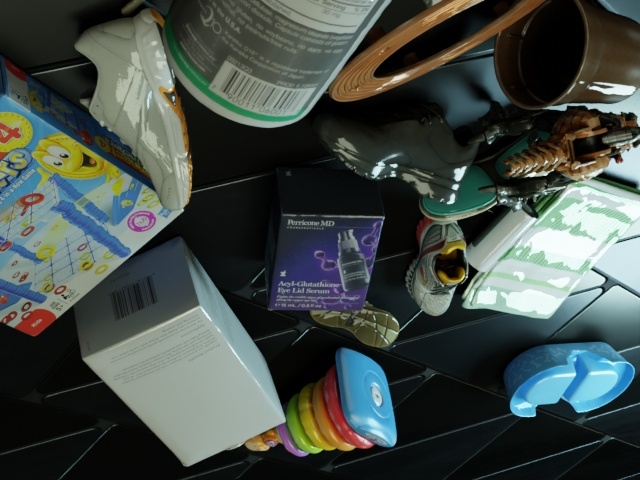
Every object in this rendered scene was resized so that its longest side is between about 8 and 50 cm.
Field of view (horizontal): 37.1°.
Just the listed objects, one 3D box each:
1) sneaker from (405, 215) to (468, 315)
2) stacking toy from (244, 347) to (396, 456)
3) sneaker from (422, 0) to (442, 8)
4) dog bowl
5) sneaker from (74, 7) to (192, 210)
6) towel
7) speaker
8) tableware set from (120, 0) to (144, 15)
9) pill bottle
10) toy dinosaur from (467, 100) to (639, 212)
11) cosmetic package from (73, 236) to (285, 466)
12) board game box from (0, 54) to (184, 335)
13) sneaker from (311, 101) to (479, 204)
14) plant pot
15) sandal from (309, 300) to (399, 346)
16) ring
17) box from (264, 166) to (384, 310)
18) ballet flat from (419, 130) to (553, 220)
[{"bbox_3d":[0.199,0.055,1.607,0.088,0.093,0.225,-15,138,-10],"label":"sneaker"},{"bbox_3d":[-0.021,0.338,1.780,0.302,0.166,0.175,-25,142,23],"label":"stacking toy"},{"bbox_3d":[0.166,-0.413,1.092,0.127,0.126,0.321,-16,149,-1],"label":"sneaker"},{"bbox_3d":[0.515,0.286,2.004,0.297,0.074,0.166,-1,133,-25],"label":"dog bowl"},{"bbox_3d":[-0.229,-0.154,1.183,0.121,0.099,0.262,-10,119,-2],"label":"sneaker"},{"bbox_3d":[0.425,0.017,1.714,0.248,0.038,0.325,10,128,-33],"label":"towel"},{"bbox_3d":[0.305,-0.009,1.619,0.055,0.055,0.136,19,124,-37],"label":"speaker"},{"bbox_3d":[-0.193,-0.343,1.060,0.194,0.039,0.128,-33,153,18],"label":"tableware set"},{"bbox_3d":[-0.013,-0.303,1.005,0.204,0.204,0.361,7,144,-30],"label":"pill bottle"},{"bbox_3d":[0.337,-0.139,1.346,0.218,0.164,0.322,-7,168,40],"label":"toy dinosaur"},{"bbox_3d":[-0.216,0.188,1.509,0.197,0.155,0.365,-24,139,1],"label":"cosmetic package"},{"bbox_3d":[-0.394,-0.041,1.243,0.308,0.086,0.302,-39,137,16],"label":"board game box"},{"bbox_3d":[0.112,-0.149,1.369,0.286,0.109,0.130,13,116,-39],"label":"sneaker"},{"bbox_3d":[0.356,-0.259,1.320,0.165,0.167,0.167,0,134,-36],"label":"plant pot"},{"bbox_3d":[0.061,0.130,1.662,0.180,0.049,0.072,22,117,-22],"label":"sandal"},{"bbox_3d":[0.157,-0.265,1.178,0.336,0.032,0.336,-28,177,-2],"label":"ring"},{"bbox_3d":[0.000,0.000,1.431,0.153,0.108,0.207,0,134,-9],"label":"box"},{"bbox_3d":[0.273,-0.092,1.508,0.248,0.086,0.086,-26,138,1],"label":"ballet flat"}]
